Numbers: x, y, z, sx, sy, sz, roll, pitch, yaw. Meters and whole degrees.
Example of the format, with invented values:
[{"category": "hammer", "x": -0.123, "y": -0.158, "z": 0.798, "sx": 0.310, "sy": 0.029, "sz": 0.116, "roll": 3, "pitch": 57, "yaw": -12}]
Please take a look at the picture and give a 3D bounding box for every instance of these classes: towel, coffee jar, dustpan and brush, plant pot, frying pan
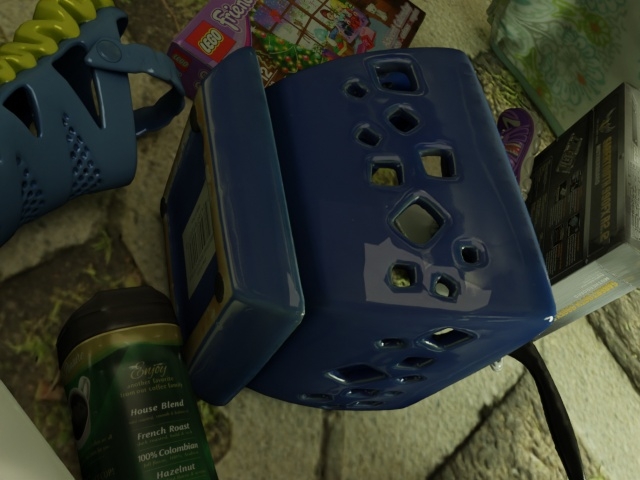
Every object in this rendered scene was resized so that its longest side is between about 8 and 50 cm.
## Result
[{"category": "towel", "x": 0.354, "y": -0.206, "z": 0.816, "sx": 0.090, "sy": 0.320, "sz": 0.375, "roll": -34, "pitch": 80, "yaw": -11}, {"category": "coffee jar", "x": -0.124, "y": 0.128, "z": 0.481, "sx": 0.079, "sy": 0.096, "sz": 0.185, "roll": -5, "pitch": 66, "yaw": -35}, {"category": "dustpan and brush", "x": 0.143, "y": 0.037, "z": 0.711, "sx": 0.147, "sy": 0.060, "sz": 0.211, "roll": 11, "pitch": 58, "yaw": -25}, {"category": "plant pot", "x": 0.000, "y": 0.000, "z": 0.547, "sx": 0.212, "sy": 0.236, "sz": 0.236, "roll": 1, "pitch": 63, "yaw": -23}, {"category": "frying pan", "x": 0.160, "y": 0.041, "z": 0.635, "sx": 0.053, "sy": 0.197, "sz": 0.327, "roll": -13, "pitch": 103, "yaw": 5}]

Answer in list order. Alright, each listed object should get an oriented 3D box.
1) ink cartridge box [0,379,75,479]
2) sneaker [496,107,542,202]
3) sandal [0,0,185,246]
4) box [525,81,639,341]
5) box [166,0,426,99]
[{"category": "ink cartridge box", "x": -0.330, "y": 0.163, "z": 0.300, "sx": 0.384, "sy": 0.160, "sz": 0.279, "roll": -34, "pitch": 82, "yaw": -39}, {"category": "sneaker", "x": 0.213, "y": -0.100, "z": 0.833, "sx": 0.071, "sy": 0.068, "sz": 0.170, "roll": 25, "pitch": 53, "yaw": -8}, {"category": "sandal", "x": -0.202, "y": -0.083, "z": 0.551, "sx": 0.138, "sy": 0.126, "sz": 0.318, "roll": 32, "pitch": 53, "yaw": -15}, {"category": "box", "x": 0.274, "y": -0.029, "z": 0.748, "sx": 0.056, "sy": 0.183, "sz": 0.231, "roll": 28, "pitch": 51, "yaw": -12}, {"category": "box", "x": -0.015, "y": -0.218, "z": 0.775, "sx": 0.200, "sy": 0.057, "sz": 0.293, "roll": 33, "pitch": 51, "yaw": -8}]
